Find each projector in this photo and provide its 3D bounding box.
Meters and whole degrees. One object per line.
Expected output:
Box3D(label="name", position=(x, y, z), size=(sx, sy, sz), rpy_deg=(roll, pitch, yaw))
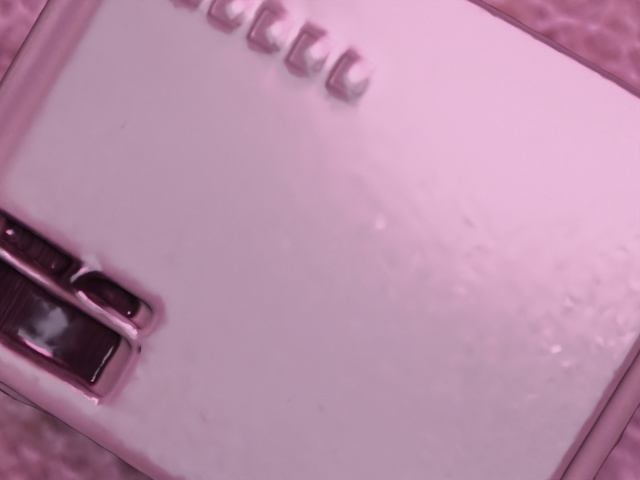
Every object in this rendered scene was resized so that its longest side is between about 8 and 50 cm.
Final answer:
Box3D(label="projector", position=(0.000, 0.000, 0.582), size=(0.250, 0.108, 0.198), rpy_deg=(31, 93, 6))
